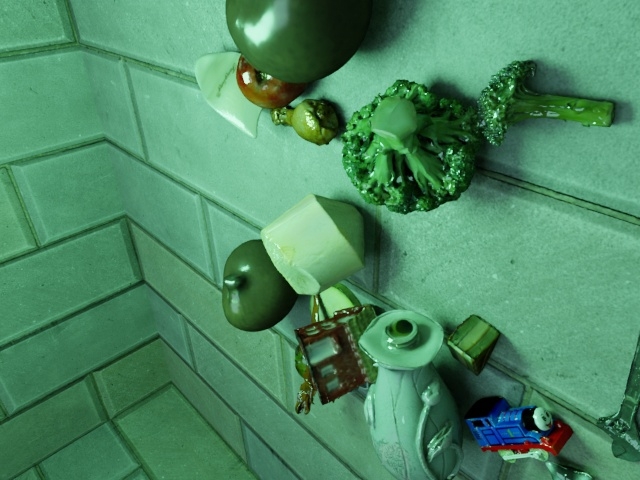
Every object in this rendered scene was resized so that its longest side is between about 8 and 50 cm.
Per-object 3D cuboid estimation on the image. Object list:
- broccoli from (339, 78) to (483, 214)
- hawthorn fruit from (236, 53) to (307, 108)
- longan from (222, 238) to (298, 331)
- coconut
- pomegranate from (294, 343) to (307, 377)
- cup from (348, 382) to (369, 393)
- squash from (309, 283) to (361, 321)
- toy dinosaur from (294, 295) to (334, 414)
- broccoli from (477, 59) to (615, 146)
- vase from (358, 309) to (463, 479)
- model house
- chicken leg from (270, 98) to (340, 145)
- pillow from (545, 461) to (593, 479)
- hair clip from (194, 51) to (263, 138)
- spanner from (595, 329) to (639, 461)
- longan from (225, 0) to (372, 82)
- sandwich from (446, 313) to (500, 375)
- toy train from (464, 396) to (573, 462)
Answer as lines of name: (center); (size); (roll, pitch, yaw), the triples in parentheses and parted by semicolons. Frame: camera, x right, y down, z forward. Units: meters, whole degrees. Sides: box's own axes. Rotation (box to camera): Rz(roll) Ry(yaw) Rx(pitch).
broccoli: (0.159, -0.181, 0.890); (0.270, 0.270, 0.270); (49, -173, 18)
hawthorn fruit: (-0.118, -0.396, 1.145); (0.173, 0.173, 0.172); (30, 134, 37)
longan: (-0.192, 0.142, 1.521); (0.243, 0.300, 0.300); (3, 118, 25)
coconut: (0.000, 0.000, 1.224); (0.239, 0.244, 0.239); (57, -177, -5)
pomegranate: (-0.014, 0.397, 1.592); (0.163, 0.126, 0.138); (23, 117, 41)
cup: (0.108, 0.424, 1.514); (0.104, 0.074, 0.116); (23, 129, 10)
squash: (0.058, 0.225, 1.467); (0.219, 0.041, 0.219); (24, 127, 36)
toy dinosaur: (0.019, 0.365, 1.459); (0.208, 0.097, 0.431); (26, 109, 42)
broccoli: (0.349, -0.210, 0.767); (0.204, 0.122, 0.118); (14, 139, 30)
vase: (0.219, 0.383, 1.169); (0.250, 0.250, 0.445); (19, 132, 44)
model house: (0.075, 0.291, 1.319); (0.160, 0.254, 0.195); (175, 75, -77)
chicken leg: (-0.049, -0.300, 1.208); (0.252, 0.087, 0.107); (25, 120, 49)
pillow: (0.541, 0.542, 1.053); (0.091, 0.055, 0.135); (29, 134, 64)
hair clip: (-0.232, -0.416, 1.300); (0.172, 0.113, 0.282); (-55, 50, 9)
spanner: (0.564, 0.278, 0.870); (0.093, 0.026, 0.325); (22, 128, 41)
longan: (-0.042, -0.456, 0.926); (0.297, 0.297, 0.297); (30, 134, 37)
sandwich: (0.320, 0.262, 1.089); (0.079, 0.113, 0.163); (38, 139, 30)
toy train: (0.433, 0.418, 1.079); (0.131, 0.083, 0.204); (60, 144, 7)
